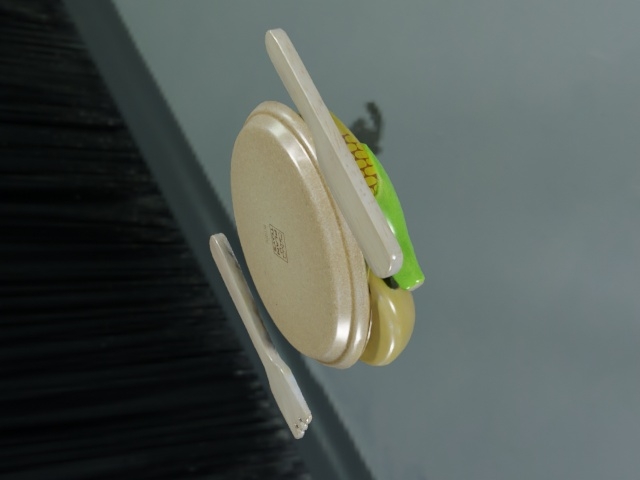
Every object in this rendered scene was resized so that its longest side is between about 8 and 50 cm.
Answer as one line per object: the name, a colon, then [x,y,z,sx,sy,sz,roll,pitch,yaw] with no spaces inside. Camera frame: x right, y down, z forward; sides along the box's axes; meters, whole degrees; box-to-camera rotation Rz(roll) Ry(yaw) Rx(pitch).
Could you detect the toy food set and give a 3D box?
toy food set: [0.000,0.000,0.583,0.132,0.038,0.192,64,157,21]
